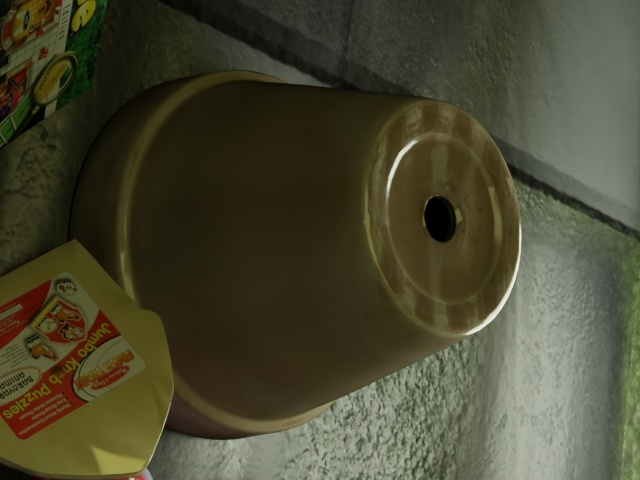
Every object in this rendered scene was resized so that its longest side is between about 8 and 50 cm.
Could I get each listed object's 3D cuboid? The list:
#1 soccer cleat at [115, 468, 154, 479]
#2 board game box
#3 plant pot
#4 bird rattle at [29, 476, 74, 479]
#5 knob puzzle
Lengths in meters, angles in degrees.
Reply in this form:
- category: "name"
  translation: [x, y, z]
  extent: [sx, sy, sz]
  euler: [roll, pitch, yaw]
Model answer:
- category: "soccer cleat"
  translation: [-0.133, 0.270, 1.443]
  extent: [0.248, 0.083, 0.095]
  euler: [66, 17, -8]
- category: "board game box"
  translation: [-0.208, -0.187, 1.339]
  extent: [0.030, 0.260, 0.136]
  euler: [33, 48, 14]
- category: "plant pot"
  translation: [0.000, 0.000, 1.466]
  extent: [0.323, 0.280, 0.323]
  euler: [8, 78, -43]
- category: "bird rattle"
  translation: [-0.154, 0.298, 1.330]
  extent: [0.143, 0.206, 0.254]
  euler: [-20, 107, -63]
- category: "knob puzzle"
  translation: [-0.199, 0.109, 1.351]
  extent: [0.213, 0.030, 0.213]
  euler: [9, 53, -13]
